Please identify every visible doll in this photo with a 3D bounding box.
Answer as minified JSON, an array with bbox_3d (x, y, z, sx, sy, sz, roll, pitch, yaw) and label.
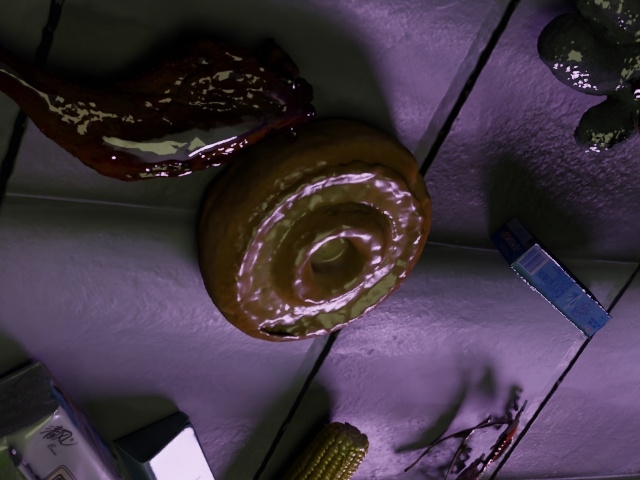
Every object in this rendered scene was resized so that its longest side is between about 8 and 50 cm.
[{"bbox_3d":[0.410,-0.194,1.241,0.340,0.158,0.246,28,99,-40],"label":"doll"}]

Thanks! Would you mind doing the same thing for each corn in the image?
[{"bbox_3d":[-0.019,0.366,1.546,0.081,0.081,0.248,17,119,-40],"label":"corn"}]

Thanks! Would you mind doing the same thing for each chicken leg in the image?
[{"bbox_3d":[-0.185,-0.131,0.997,0.406,0.096,0.158,6,120,-31],"label":"chicken leg"}]

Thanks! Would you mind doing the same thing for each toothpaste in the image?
[{"bbox_3d":[0.334,0.059,1.490,0.053,0.066,0.272,-44,136,10],"label":"toothpaste"}]

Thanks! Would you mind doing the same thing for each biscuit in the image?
[{"bbox_3d":[0.000,0.000,1.219,0.296,0.102,0.296,-16,132,-19],"label":"biscuit"}]

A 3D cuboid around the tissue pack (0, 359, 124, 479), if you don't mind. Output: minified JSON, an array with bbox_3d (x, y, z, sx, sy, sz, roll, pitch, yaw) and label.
[{"bbox_3d":[-0.338,0.283,1.235,0.159,0.145,0.229,-26,136,-7],"label":"tissue pack"}]

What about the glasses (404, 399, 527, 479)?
[{"bbox_3d":[0.237,0.349,1.702,0.255,0.095,0.162,-49,162,14],"label":"glasses"}]

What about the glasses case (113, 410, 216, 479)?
[{"bbox_3d":[-0.195,0.350,1.446,0.105,0.056,0.266,-23,136,-10],"label":"glasses case"}]
